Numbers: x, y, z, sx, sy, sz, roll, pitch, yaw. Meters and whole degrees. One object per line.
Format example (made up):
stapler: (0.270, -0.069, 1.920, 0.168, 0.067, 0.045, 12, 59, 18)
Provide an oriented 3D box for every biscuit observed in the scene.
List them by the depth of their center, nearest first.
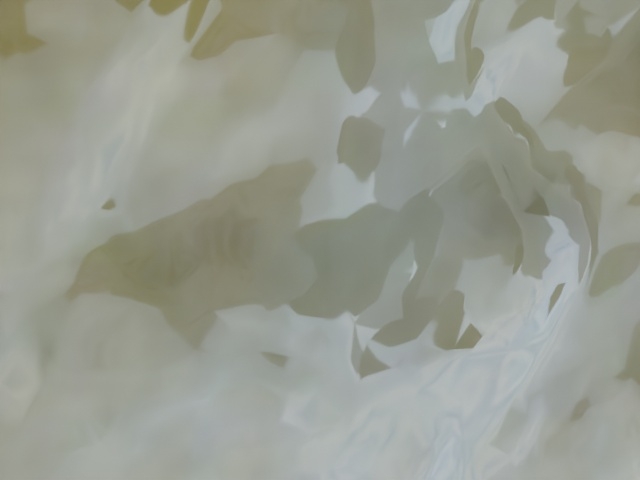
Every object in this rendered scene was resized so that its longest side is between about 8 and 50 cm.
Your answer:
biscuit: (-0.001, -0.001, 0.466, 0.446, 0.429, 0.104, -16, -151, -29)
